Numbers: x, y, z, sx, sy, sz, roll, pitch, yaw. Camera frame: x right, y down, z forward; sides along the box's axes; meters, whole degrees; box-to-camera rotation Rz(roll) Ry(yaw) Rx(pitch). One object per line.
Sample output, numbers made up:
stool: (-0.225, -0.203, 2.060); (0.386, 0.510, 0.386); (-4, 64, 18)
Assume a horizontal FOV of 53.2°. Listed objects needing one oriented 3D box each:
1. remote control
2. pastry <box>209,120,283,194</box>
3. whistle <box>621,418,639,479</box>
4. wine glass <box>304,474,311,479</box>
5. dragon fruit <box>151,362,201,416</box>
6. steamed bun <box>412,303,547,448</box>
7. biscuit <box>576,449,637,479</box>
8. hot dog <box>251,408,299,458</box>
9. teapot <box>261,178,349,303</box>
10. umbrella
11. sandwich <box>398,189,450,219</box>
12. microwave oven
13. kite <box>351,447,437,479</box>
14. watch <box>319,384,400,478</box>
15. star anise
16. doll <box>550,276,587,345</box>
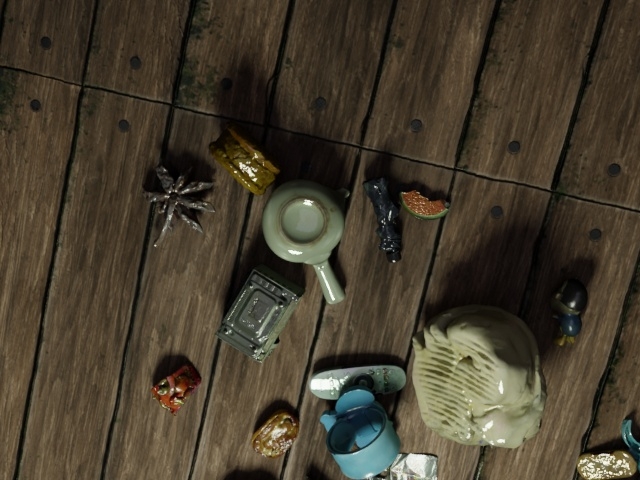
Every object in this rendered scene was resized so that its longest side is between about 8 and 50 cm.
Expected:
remote control: (0.097, 0.370, 1.687); (0.256, 0.045, 0.097); (-3, 106, 3)
pastry: (-0.187, -0.204, 1.587); (0.189, 0.189, 0.103); (43, 96, 0)
whistle: (0.854, 0.533, 1.607); (0.186, 0.093, 0.274); (7, 94, 6)
wine glass: (0.039, 0.699, 1.697); (0.183, 0.122, 0.122); (9, 97, 1)
dragon fruit: (-0.395, 0.409, 1.716); (0.102, 0.096, 0.147); (41, 101, -3)
steamed bun: (0.399, 0.326, 1.534); (0.247, 0.339, 0.352); (-8, 92, -30)
biscuit: (0.728, 0.573, 1.631); (0.147, 0.018, 0.071); (-20, 80, 30)
hot dog: (-0.123, 0.521, 1.717); (0.099, 0.065, 0.147); (42, 97, -10)
teapot: (-0.038, 0.006, 1.606); (0.220, 0.149, 0.318); (2, 95, -3)
umbrella: (0.172, -0.055, 1.623); (0.071, 0.080, 0.224); (-18, 99, -27)
sandwich: (0.259, -0.087, 1.625); (0.135, 0.029, 0.067); (19, 93, 5)
microwave oven: (-0.155, 0.186, 1.650); (0.163, 0.129, 0.205); (30, 98, 1)
kite: (0.192, 0.619, 1.719); (0.245, 0.015, 0.141); (14, 96, 1)
watch: (0.098, 0.501, 1.612); (0.211, 0.193, 0.211); (1, 114, 3)
star anise: (-0.375, -0.097, 1.660); (0.209, 0.089, 0.231); (1, 85, 14)
doll: (0.615, 0.173, 1.594); (0.102, 0.089, 0.179); (-4, 111, -34)
